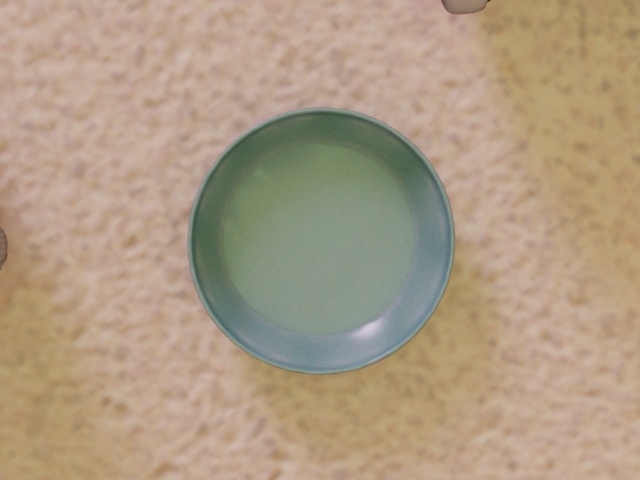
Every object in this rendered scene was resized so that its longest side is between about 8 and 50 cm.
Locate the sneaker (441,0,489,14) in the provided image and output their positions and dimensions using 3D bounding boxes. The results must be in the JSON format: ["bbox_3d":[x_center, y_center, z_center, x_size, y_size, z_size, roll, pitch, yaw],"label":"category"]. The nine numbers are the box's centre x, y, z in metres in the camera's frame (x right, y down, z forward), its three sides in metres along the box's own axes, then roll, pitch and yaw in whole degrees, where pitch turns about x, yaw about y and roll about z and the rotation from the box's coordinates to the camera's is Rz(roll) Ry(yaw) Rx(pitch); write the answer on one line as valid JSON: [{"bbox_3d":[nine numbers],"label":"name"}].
[{"bbox_3d":[0.121,-0.236,0.596,0.147,0.104,0.295,6,90,0],"label":"sneaker"}]

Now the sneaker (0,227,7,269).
[{"bbox_3d":[-0.217,-0.056,0.593,0.103,0.111,0.252,-35,76,19],"label":"sneaker"}]

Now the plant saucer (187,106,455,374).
[{"bbox_3d":[0.000,0.000,0.650,0.119,0.021,0.119,0,95,-4],"label":"plant saucer"}]
